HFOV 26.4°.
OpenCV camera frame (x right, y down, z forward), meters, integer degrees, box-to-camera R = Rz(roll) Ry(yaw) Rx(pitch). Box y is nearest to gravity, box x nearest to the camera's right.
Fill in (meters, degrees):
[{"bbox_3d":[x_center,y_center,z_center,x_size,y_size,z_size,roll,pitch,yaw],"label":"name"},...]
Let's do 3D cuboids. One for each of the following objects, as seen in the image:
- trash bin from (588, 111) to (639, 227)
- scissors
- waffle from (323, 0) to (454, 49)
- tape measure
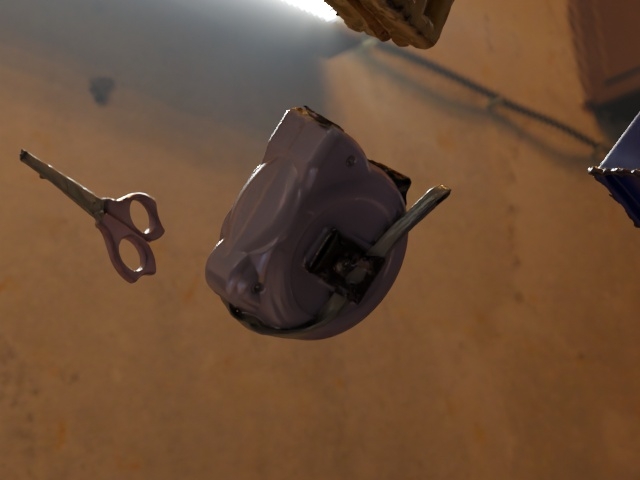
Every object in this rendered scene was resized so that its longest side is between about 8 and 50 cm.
[{"bbox_3d":[0.326,-0.093,1.016,0.162,0.184,0.234,45,-100,-18],"label":"trash bin"},{"bbox_3d":[-0.247,-0.037,1.472,0.212,0.021,0.110,37,-133,-38],"label":"scissors"},{"bbox_3d":[0.085,-0.397,1.266,0.261,0.114,0.376,28,-98,-59],"label":"waffle"},{"bbox_3d":[0.004,-0.001,1.208,0.178,0.105,0.196,22,-84,-45],"label":"tape measure"}]
